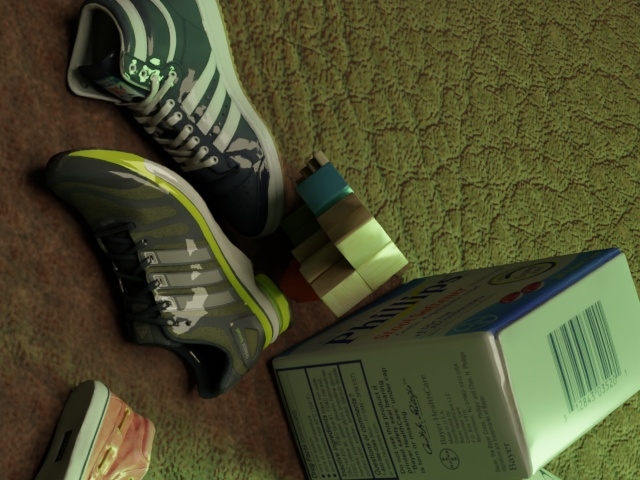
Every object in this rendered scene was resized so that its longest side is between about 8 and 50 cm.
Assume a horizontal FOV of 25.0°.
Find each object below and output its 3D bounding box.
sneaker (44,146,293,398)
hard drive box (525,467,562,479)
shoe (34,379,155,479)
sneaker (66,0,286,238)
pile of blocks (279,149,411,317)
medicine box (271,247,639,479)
[{"bbox_3d":[-0.146,0.030,1.336,0.300,0.111,0.121,45,54,-28],"label":"sneaker"},{"bbox_3d":[0.234,0.320,1.607,0.232,0.181,0.089,34,101,-37],"label":"hard drive box"},{"bbox_3d":[-0.202,0.214,1.258,0.081,0.063,0.178,38,50,-28],"label":"shoe"},{"bbox_3d":[-0.141,-0.118,1.382,0.153,0.099,0.282,-26,99,-46],"label":"sneaker"},{"bbox_3d":[0.000,0.000,1.420,0.149,0.112,0.362,52,2,4],"label":"pile of blocks"},{"bbox_3d":[0.148,0.131,1.485,0.263,0.289,0.149,-26,102,-47],"label":"medicine box"}]
